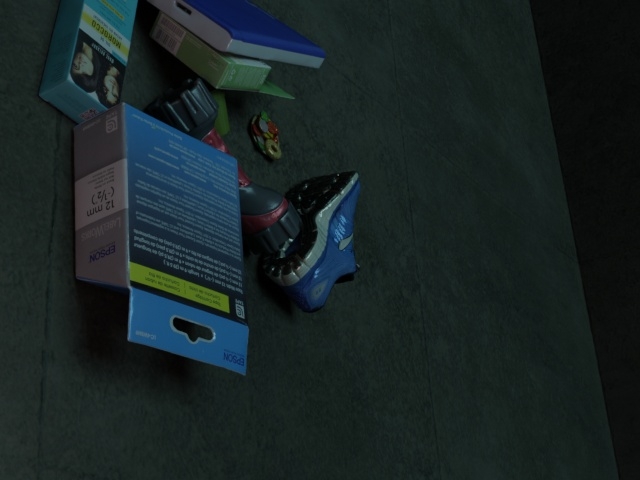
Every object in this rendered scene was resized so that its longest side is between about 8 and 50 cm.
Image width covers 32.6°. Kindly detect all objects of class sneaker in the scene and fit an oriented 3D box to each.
[{"bbox_3d":[0.000,0.000,1.935,0.147,0.130,0.330,63,34,-32],"label":"sneaker"}]

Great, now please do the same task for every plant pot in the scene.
[{"bbox_3d":[-0.184,-0.209,1.794,0.083,0.083,0.079,-48,127,-57],"label":"plant pot"}]

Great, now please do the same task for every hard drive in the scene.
[{"bbox_3d":[-0.146,-0.369,1.852,0.210,0.040,0.319,36,18,20],"label":"hard drive"}]

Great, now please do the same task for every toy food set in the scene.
[{"bbox_3d":[-0.098,-0.189,1.969,0.082,0.020,0.083,44,39,-37],"label":"toy food set"}]

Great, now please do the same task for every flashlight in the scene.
[{"bbox_3d":[-0.144,-0.119,1.757,0.103,0.103,0.304,-48,119,-32],"label":"flashlight"}]

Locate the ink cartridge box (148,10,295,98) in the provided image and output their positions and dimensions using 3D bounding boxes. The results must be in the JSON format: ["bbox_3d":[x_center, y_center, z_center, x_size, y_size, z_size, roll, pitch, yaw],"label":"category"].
[{"bbox_3d":[-0.152,-0.309,1.837,0.171,0.056,0.235,39,22,24],"label":"ink cartridge box"}]

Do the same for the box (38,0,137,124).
[{"bbox_3d":[-0.336,-0.286,1.599,0.100,0.060,0.244,39,41,-41],"label":"box"}]

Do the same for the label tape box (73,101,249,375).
[{"bbox_3d":[-0.224,0.013,1.548,0.249,0.115,0.347,25,54,-50],"label":"label tape box"}]
